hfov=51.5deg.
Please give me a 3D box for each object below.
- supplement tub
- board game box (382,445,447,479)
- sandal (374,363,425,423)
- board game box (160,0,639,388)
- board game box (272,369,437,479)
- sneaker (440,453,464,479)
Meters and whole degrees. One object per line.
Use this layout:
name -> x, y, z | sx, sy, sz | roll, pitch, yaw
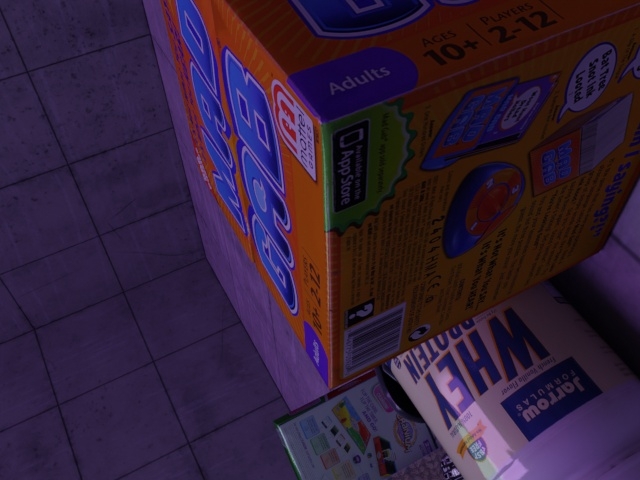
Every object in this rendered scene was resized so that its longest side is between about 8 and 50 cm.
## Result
supplement tub -> 0.245, 0.187, 0.808 | 0.325, 0.235, 0.235 | 55, 160, 33
board game box -> 0.213, 0.574, 1.419 | 0.141, 0.232, 0.291 | 58, 160, 27
sandal -> 0.164, 0.279, 1.436 | 0.255, 0.097, 0.054 | 58, 135, 23
board game box -> 0.077, -0.147, 0.664 | 0.356, 0.356, 0.357 | 56, 161, 34
board game box -> 0.084, 0.450, 1.501 | 0.242, 0.316, 0.064 | 67, 164, 0
sneaker -> 0.317, 0.496, 1.240 | 0.078, 0.106, 0.234 | -41, 67, 36
